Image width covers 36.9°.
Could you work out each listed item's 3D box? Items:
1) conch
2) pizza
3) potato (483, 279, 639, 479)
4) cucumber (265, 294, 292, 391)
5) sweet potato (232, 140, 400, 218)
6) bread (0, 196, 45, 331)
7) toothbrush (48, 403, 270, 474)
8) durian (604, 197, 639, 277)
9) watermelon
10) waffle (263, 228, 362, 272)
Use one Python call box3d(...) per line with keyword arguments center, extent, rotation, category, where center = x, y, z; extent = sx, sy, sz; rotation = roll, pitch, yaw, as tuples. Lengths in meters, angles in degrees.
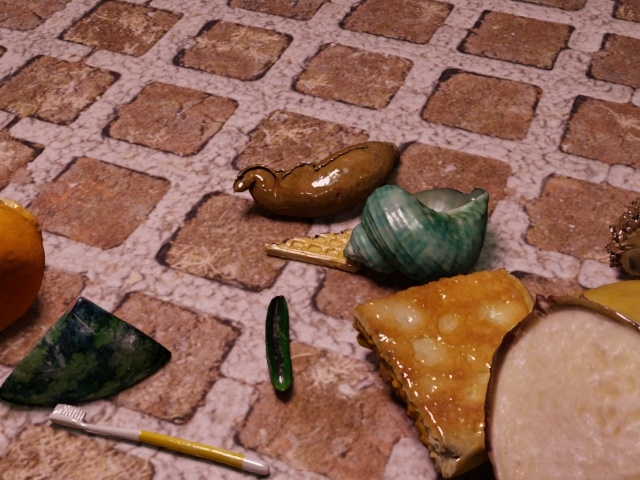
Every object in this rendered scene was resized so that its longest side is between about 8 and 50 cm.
box3d(center=(0.136, -0.010, 1.366), extent=(0.202, 0.134, 0.196), rotation=(6, 11, 1), category="conch")
box3d(center=(0.202, 0.161, 1.212), extent=(0.258, 0.087, 0.268), rotation=(-13, 44, -20), category="pizza")
box3d(center=(0.382, 0.227, 1.038), extent=(0.296, 0.290, 0.397), rotation=(3, 55, -39), category="potato")
box3d(center=(-0.057, 0.134, 1.282), extent=(0.036, 0.033, 0.184), rotation=(-17, 40, 8), category="cucumber")
box3d(center=(0.016, -0.094, 1.491), extent=(0.310, 0.098, 0.124), rotation=(-17, 37, -22), category="sweet potato")
box3d(center=(-0.527, 0.074, 1.201), extent=(0.183, 0.236, 0.389), rotation=(26, 48, 28), category="bread")
box3d(center=(-0.198, 0.242, 1.170), extent=(0.288, 0.021, 0.024), rotation=(11, 53, 12), category="toothbrush")
box3d(center=(0.507, 0.011, 1.342), extent=(0.196, 0.167, 0.196), rotation=(15, 49, -18), category="durian")
box3d(center=(-0.316, 0.153, 1.258), extent=(0.207, 0.136, 0.202), rotation=(-32, 4, 4), category="watermelon")
box3d(center=(0.000, 0.000, 1.437), extent=(0.153, 0.023, 0.097), rotation=(11, 42, 12), category="waffle")
